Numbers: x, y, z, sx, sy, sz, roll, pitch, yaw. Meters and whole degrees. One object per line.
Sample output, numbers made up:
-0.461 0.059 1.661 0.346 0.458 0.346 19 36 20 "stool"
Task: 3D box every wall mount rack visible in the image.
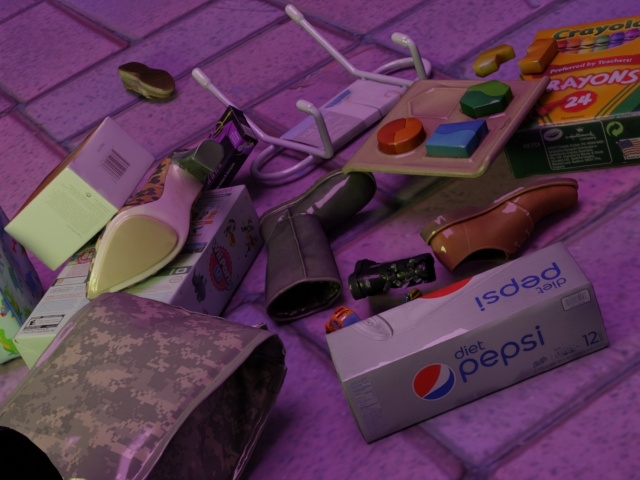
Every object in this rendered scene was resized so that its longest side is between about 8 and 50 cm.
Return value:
-0.013 -0.240 2.115 0.350 0.130 0.304 -38 34 -25 "wall mount rack"

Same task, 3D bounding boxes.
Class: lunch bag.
-0.452 0.052 1.897 0.090 0.176 0.219 -21 32 1 "lunch bag"
-0.194 0.189 1.514 0.235 0.169 0.287 12 49 31 "lunch bag"

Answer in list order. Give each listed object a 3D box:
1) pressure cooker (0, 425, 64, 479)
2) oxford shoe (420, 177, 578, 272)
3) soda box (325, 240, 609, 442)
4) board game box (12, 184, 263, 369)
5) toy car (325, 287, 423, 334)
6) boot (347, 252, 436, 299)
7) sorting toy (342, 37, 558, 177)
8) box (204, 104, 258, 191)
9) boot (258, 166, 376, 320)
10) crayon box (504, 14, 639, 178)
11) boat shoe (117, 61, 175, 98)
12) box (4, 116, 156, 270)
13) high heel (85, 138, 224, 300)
-0.417 0.371 1.190 0.420 0.375 0.370 -18 34 5 "pressure cooker"
0.230 -0.015 1.689 0.212 0.076 0.076 -22 68 -15 "oxford shoe"
0.157 0.108 1.504 0.286 0.091 0.098 -22 30 1 "soda box"
-0.231 0.058 1.826 0.224 0.097 0.303 -5 36 27 "board game box"
0.062 0.080 1.657 0.122 0.040 0.060 -28 31 -8 "toy car"
0.090 0.038 1.672 0.099 0.045 0.121 -16 5 13 "boot"
0.185 -0.185 1.838 0.229 0.041 0.307 1 39 37 "sorting toy"
-0.155 -0.107 2.017 0.162 0.029 0.116 -56 27 14 "box"
0.002 0.001 1.786 0.190 0.076 0.208 -32 24 8 "boot"
0.375 -0.214 1.875 0.202 0.081 0.318 -6 34 26 "crayon box"
-0.305 -0.274 2.448 0.056 0.048 0.153 -28 36 -33 "boat shoe"
-0.323 -0.062 1.864 0.170 0.091 0.130 -37 17 38 "box"
-0.227 -0.016 1.808 0.261 0.093 0.186 -52 11 -16 "high heel"
